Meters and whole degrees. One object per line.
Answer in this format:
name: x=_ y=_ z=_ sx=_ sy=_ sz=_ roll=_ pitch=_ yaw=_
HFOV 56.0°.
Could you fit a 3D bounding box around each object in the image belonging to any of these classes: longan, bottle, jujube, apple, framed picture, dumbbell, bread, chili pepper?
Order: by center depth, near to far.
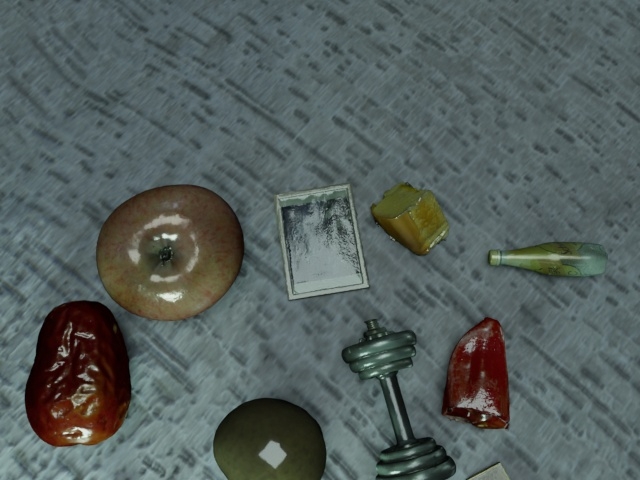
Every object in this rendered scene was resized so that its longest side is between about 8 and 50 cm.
longan: x=-0.111 y=0.458 z=1.293 sx=0.248 sy=0.248 sz=0.248 roll=0 pitch=76 yaw=2
dumbbell: x=0.167 y=0.370 z=1.326 sx=0.179 sy=0.179 sz=0.406 roll=-15 pitch=76 yaw=-2
jujube: x=-0.543 y=0.299 z=1.357 sx=0.223 sy=0.223 sz=0.318 roll=-8 pitch=72 yaw=0
apple: x=-0.346 y=0.025 z=1.383 sx=0.345 sy=0.269 sz=0.344 roll=0 pitch=76 yaw=1
chili pepper: x=0.359 y=0.297 z=1.385 sx=0.144 sy=0.136 sz=0.252 roll=-16 pitch=56 yaw=44
bottle: x=0.540 y=0.044 z=1.444 sx=0.270 sy=0.083 sz=0.083 roll=1 pitch=76 yaw=3
bread: x=0.218 y=-0.062 z=1.500 sx=0.140 sy=0.169 sz=0.160 roll=-42 pitch=38 yaw=-9
framed picture: x=0.000 y=0.000 z=1.506 sx=0.209 sy=0.019 sz=0.281 roll=-11 pitch=76 yaw=-1

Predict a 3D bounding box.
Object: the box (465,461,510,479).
box: x=0.396 y=0.576 z=1.345 sx=0.090 sy=0.023 sz=0.133 roll=-28 pitch=77 yaw=-4
